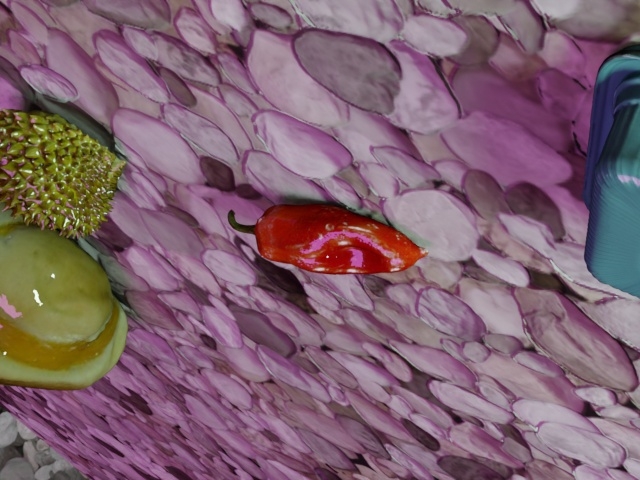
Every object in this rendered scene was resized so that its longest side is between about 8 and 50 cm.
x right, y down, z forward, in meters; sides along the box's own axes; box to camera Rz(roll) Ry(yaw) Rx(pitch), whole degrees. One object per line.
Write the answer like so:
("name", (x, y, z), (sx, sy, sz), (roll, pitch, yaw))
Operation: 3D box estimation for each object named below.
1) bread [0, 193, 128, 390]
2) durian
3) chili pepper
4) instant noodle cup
("bread", (-0.414, 0.079, 1.305), (0.341, 0.210, 0.300), (13, 148, 39))
("durian", (-0.276, -0.055, 1.028), (0.146, 0.102, 0.208), (29, 158, 1))
("chili pepper", (0.000, 0.001, 0.837), (0.191, 0.050, 0.059), (9, 128, 31))
("instant noodle cup", (0.215, -0.008, 0.539), (0.179, 0.070, 0.157), (23, 154, 22))
